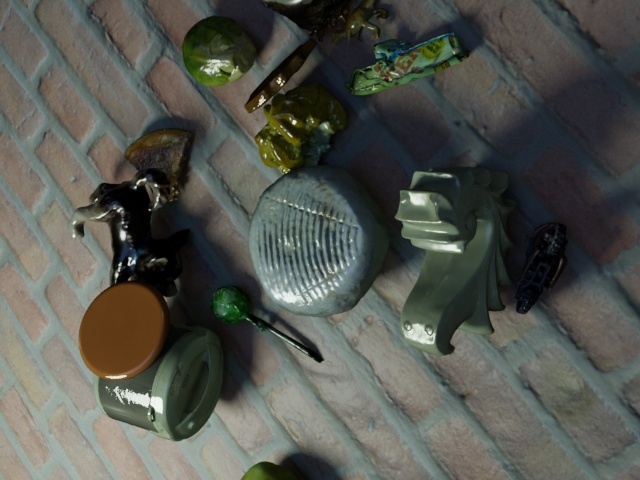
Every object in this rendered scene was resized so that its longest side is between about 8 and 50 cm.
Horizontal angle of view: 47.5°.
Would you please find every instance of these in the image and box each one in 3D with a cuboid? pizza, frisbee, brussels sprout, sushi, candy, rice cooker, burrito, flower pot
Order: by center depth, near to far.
[{"bbox_3d":[0.277,0.034,1.483,0.164,0.254,0.367,6,100,46],"label":"flower pot"},{"bbox_3d":[-0.011,-0.644,1.596,0.234,0.207,0.348,35,104,31],"label":"sushi"},{"bbox_3d":[0.181,-0.398,1.602,0.288,0.054,0.104,-16,88,27],"label":"burrito"},{"bbox_3d":[-0.479,0.214,1.762,0.251,0.021,0.250,-6,69,16],"label":"frisbee"},{"bbox_3d":[-0.248,-0.453,1.764,0.181,0.144,0.161,36,75,31],"label":"brussels sprout"},{"bbox_3d":[-0.134,0.219,1.818,0.323,0.097,0.097,30,108,13],"label":"candy"},{"bbox_3d":[-0.395,0.345,1.845,0.277,0.288,0.288,9,99,22],"label":"rice cooker"},{"bbox_3d":[-0.417,-0.194,1.916,0.201,0.053,0.193,-6,91,15],"label":"pizza"}]

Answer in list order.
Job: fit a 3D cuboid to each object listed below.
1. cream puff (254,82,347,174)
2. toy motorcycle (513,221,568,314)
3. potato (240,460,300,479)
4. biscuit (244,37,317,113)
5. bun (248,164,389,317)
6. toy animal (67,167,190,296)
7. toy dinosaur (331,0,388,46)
[{"bbox_3d":[-0.061,-0.262,1.671,0.195,0.195,0.221,36,106,19],"label":"cream puff"},{"bbox_3d":[0.452,0.049,1.496,0.084,0.118,0.212,20,118,3],"label":"toy motorcycle"},{"bbox_3d":[-0.134,0.704,1.791,0.216,0.216,0.304,17,105,24],"label":"potato"},{"bbox_3d":[-0.086,-0.381,1.677,0.215,0.182,0.034,-40,108,20],"label":"biscuit"},{"bbox_3d":[0.005,0.000,1.653,0.354,0.194,0.354,4,98,29],"label":"bun"},{"bbox_3d":[-0.456,-0.005,1.869,0.303,0.194,0.344,-21,103,26],"label":"toy animal"},{"bbox_3d":[0.090,-0.518,1.644,0.126,0.039,0.162,11,99,26],"label":"toy dinosaur"}]
